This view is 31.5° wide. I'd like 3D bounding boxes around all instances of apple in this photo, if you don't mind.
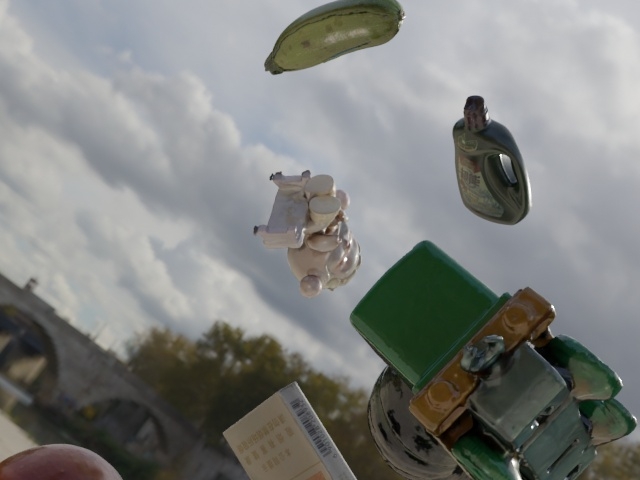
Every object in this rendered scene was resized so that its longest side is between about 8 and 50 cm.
[{"bbox_3d":[-0.394,0.422,1.598,0.206,0.272,0.251,18,12,40],"label":"apple"}]

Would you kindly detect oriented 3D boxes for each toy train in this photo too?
[{"bbox_3d":[0.178,0.157,1.216,0.249,0.178,0.429,42,-5,30],"label":"toy train"}]

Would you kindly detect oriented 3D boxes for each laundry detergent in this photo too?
[{"bbox_3d":[0.276,-0.134,1.837,0.144,0.078,0.221,29,-34,40],"label":"laundry detergent"}]

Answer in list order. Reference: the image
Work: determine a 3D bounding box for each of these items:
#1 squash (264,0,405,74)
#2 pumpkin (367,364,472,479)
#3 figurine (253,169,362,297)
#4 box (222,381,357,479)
[{"bbox_3d":[0.006,-0.345,1.887,0.341,0.094,0.094,-11,-46,47],"label":"squash"},{"bbox_3d":[0.192,0.243,1.540,0.250,0.250,0.216,55,9,-53],"label":"pumpkin"},{"bbox_3d":[-0.010,0.005,1.874,0.256,0.144,0.182,64,13,-51],"label":"figurine"},{"bbox_3d":[-0.009,0.432,1.878,0.365,0.051,0.204,57,-43,9],"label":"box"}]
